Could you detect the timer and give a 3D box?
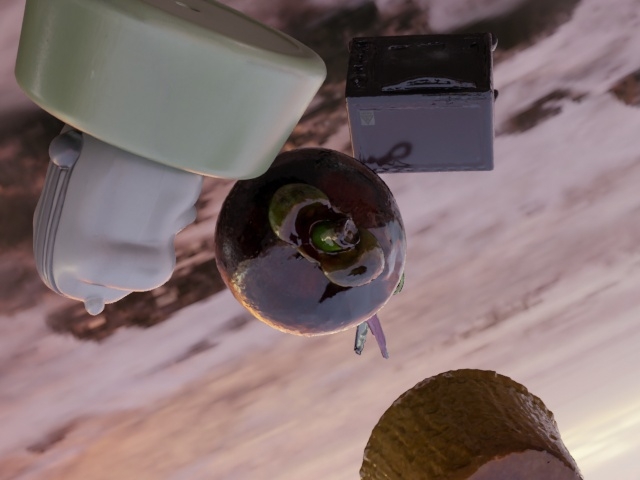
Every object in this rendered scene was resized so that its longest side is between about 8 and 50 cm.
[{"bbox_3d":[-0.181,-0.084,1.239,0.291,0.291,0.315,-4,120,-61],"label":"timer"}]

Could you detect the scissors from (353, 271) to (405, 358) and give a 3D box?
[{"bbox_3d":[0.077,0.112,2.091,0.134,0.187,0.020,5,-150,20],"label":"scissors"}]

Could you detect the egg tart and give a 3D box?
[{"bbox_3d":[0.150,0.237,1.210,0.215,0.215,0.171,-24,-166,-7],"label":"egg tart"}]

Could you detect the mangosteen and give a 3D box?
[{"bbox_3d":[0.000,0.005,1.415,0.216,0.216,0.216,-24,169,-5],"label":"mangosteen"}]

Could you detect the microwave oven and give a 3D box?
[{"bbox_3d":[0.166,-0.231,2.084,0.248,0.178,0.188,-2,132,9],"label":"microwave oven"}]
